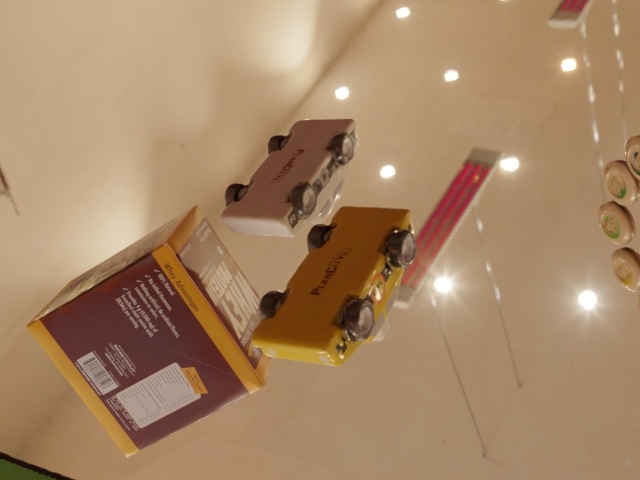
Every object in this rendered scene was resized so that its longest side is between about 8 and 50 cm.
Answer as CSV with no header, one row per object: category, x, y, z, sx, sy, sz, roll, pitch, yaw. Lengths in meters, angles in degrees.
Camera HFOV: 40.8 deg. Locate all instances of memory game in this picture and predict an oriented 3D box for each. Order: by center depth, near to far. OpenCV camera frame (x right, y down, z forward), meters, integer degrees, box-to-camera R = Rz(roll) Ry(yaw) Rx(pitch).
memory game,0.259,0.011,0.609,0.012,0.186,0.186,-22,-139,-15

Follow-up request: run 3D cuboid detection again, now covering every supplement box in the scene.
supplement box,-0.179,0.101,0.975,0.194,0.191,0.129,-29,-166,16

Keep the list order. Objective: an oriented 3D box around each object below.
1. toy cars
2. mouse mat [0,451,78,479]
toy cars,0.000,0.000,0.870,0.176,0.087,0.394,-22,-145,-1
mouse mat,-0.115,0.119,0.254,0.007,0.189,0.153,-51,-154,24
